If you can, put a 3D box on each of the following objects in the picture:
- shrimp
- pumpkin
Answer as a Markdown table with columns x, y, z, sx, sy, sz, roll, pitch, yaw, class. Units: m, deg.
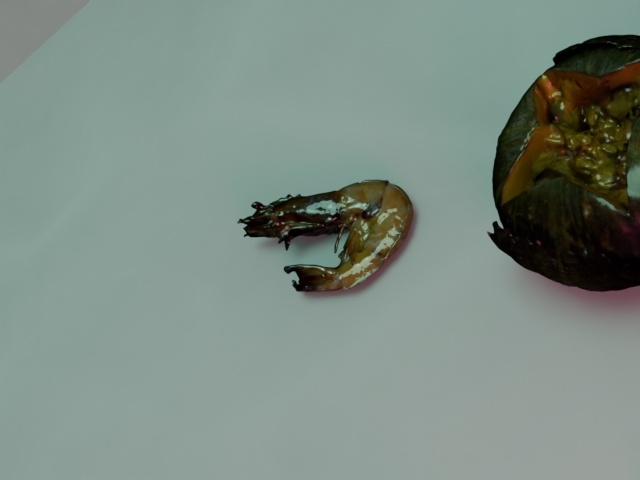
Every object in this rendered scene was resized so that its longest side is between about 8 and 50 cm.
| x | y | z | sx | sy | sz | roll | pitch | yaw | class |
| --- | --- | --- | --- | --- | --- | --- | --- | --- | --- |
| 0.004 | 0.004 | 1.290 | 0.289 | 0.075 | 0.178 | -8 | 58 | 16 | shrimp |
| 0.348 | -0.087 | 0.994 | 0.320 | 0.192 | 0.320 | -30 | 43 | 32 | pumpkin |
